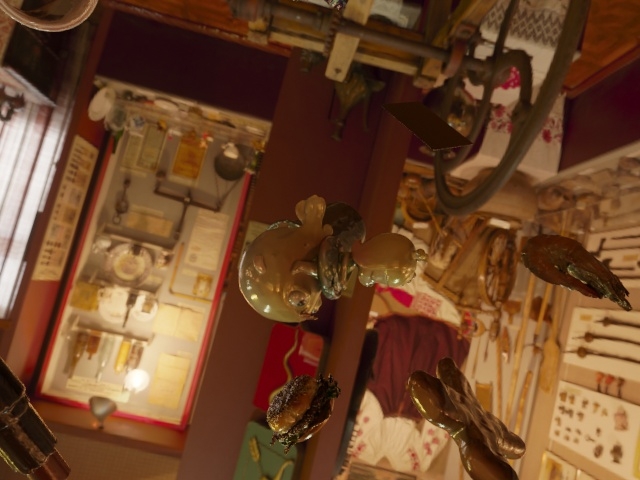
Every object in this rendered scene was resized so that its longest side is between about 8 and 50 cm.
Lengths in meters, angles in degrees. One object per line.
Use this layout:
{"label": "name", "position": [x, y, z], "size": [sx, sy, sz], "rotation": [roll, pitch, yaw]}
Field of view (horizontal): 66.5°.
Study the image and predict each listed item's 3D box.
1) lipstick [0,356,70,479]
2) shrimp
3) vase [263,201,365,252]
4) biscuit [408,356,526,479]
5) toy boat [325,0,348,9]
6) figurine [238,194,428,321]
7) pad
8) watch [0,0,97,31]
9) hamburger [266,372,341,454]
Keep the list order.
{"label": "lipstick", "position": [-0.451, 0.238, 0.689], "size": [0.081, 0.081, 0.300], "rotation": [7, 126, 50]}
{"label": "shrimp", "position": [0.412, 0.053, 0.788], "size": [0.190, 0.101, 0.042], "rotation": [44, 162, 39]}
{"label": "vase", "position": [0.000, 0.000, 1.490], "size": [0.245, 0.245, 0.291], "rotation": [10, -151, 34]}
{"label": "biscuit", "position": [0.187, 0.226, 0.619], "size": [0.164, 0.047, 0.208], "rotation": [52, -167, 23]}
{"label": "toy boat", "position": [-0.030, -0.777, 1.416], "size": [0.291, 0.070, 0.210], "rotation": [40, -162, 2]}
{"label": "figurine", "position": [0.025, 0.031, 1.029], "size": [0.394, 0.275, 0.226], "rotation": [-5, 167, 14]}
{"label": "pad", "position": [0.366, -0.405, 1.699], "size": [0.202, 0.005, 0.300], "rotation": [-14, -131, -32]}
{"label": "watch", "position": [-0.503, -0.505, 0.924], "size": [0.196, 0.231, 0.244], "rotation": [35, 178, 40]}
{"label": "hamburger", "position": [-0.042, 0.351, 1.044], "size": [0.093, 0.189, 0.164], "rotation": [47, -178, -10]}
